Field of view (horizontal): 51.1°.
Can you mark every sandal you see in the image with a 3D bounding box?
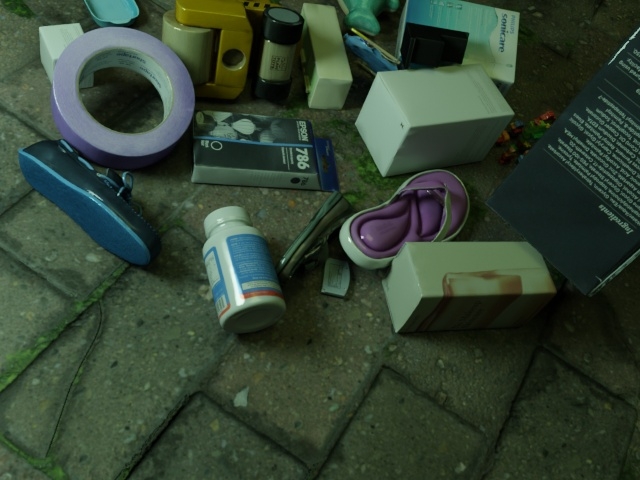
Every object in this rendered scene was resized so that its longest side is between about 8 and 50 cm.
[{"bbox_3d":[0.213,-0.055,1.423,0.416,0.102,0.169,-33,81,-41],"label":"sandal"}]

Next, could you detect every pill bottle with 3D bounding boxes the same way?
[{"bbox_3d":[-0.149,0.050,1.246,0.124,0.124,0.221,-6,59,-21],"label":"pill bottle"}]

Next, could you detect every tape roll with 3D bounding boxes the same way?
[{"bbox_3d":[-0.400,-0.288,1.363,0.275,0.090,0.274,5,76,-23],"label":"tape roll"}]

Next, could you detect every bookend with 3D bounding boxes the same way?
[{"bbox_3d":[0.273,-0.443,1.556,0.157,0.072,0.156,8,31,-3],"label":"bookend"}]

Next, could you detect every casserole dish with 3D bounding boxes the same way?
[{"bbox_3d":[-0.514,-0.574,1.618,0.114,0.037,0.188,-19,63,-27],"label":"casserole dish"}]

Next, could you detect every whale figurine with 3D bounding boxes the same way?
[{"bbox_3d":[0.122,-0.680,1.826,0.216,0.141,0.272,12,54,-10],"label":"whale figurine"}]

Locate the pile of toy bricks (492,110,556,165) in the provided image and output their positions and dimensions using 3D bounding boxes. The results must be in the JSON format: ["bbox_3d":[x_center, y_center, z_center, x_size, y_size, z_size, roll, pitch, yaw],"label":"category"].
[{"bbox_3d":[0.530,-0.269,1.693,0.212,0.105,0.118,-11,60,-24],"label":"pile of toy bricks"}]

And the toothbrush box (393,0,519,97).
[{"bbox_3d":[0.347,-0.494,1.726,0.296,0.126,0.216,10,71,-2],"label":"toothbrush box"}]

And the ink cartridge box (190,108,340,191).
[{"bbox_3d":[-0.115,-0.196,1.466,0.333,0.065,0.165,2,55,-17],"label":"ink cartridge box"}]

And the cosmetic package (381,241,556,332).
[{"bbox_3d":[0.293,0.093,1.341,0.296,0.153,0.129,-1,56,-16],"label":"cosmetic package"}]

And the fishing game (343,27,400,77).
[{"bbox_3d":[0.134,-0.443,1.617,0.189,0.264,0.041,38,92,10],"label":"fishing game"}]

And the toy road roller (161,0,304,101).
[{"bbox_3d":[-0.205,-0.469,1.552,0.330,0.202,0.240,0,42,-18],"label":"toy road roller"}]

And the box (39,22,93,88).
[{"bbox_3d":[-0.546,-0.394,1.441,0.087,0.102,0.101,-16,64,-29],"label":"box"}]

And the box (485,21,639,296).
[{"bbox_3d":[0.666,-0.194,1.376,0.297,0.471,0.480,45,34,16],"label":"box"}]

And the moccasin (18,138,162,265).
[{"bbox_3d":[-0.415,-0.094,1.256,0.342,0.137,0.117,40,50,10],"label":"moccasin"}]

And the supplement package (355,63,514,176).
[{"bbox_3d":[0.263,-0.287,1.576,0.293,0.177,0.175,-11,61,-25],"label":"supplement package"}]

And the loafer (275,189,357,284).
[{"bbox_3d":[0.000,0.000,1.351,0.084,0.096,0.267,38,50,-2],"label":"loafer"}]

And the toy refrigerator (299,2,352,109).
[{"bbox_3d":[0.000,-0.458,1.659,0.094,0.102,0.269,1,57,-17],"label":"toy refrigerator"}]

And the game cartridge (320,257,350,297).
[{"bbox_3d":[0.031,0.076,1.353,0.056,0.017,0.083,12,54,-5],"label":"game cartridge"}]
